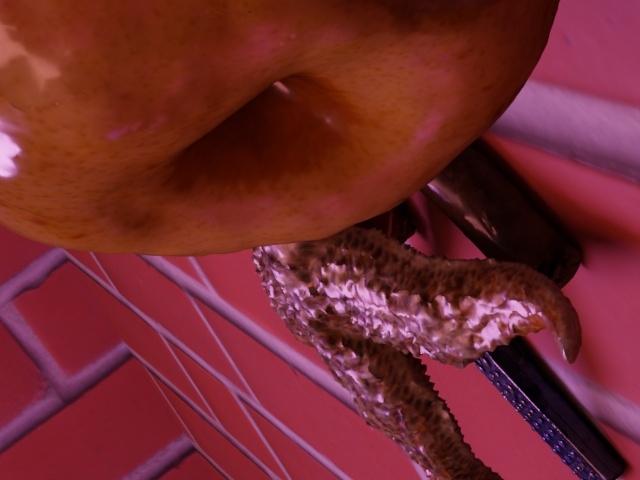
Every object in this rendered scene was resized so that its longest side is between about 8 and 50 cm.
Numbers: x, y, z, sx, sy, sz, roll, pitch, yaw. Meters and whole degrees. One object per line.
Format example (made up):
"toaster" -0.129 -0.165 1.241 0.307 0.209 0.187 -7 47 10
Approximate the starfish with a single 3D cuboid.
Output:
"starfish" -0.003 0.000 0.940 0.358 0.078 0.347 46 165 25

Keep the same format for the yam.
"yam" 0.011 -0.088 0.909 0.327 0.045 0.045 47 -164 26

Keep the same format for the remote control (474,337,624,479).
"remote control" 0.117 0.083 1.017 0.152 0.027 0.043 50 161 10

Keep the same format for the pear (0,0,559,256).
"pear" -0.049 -0.129 0.566 0.271 0.271 0.271 50 167 16

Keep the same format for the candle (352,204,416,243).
"candle" 0.008 -0.029 1.059 0.131 0.052 0.052 45 165 27
